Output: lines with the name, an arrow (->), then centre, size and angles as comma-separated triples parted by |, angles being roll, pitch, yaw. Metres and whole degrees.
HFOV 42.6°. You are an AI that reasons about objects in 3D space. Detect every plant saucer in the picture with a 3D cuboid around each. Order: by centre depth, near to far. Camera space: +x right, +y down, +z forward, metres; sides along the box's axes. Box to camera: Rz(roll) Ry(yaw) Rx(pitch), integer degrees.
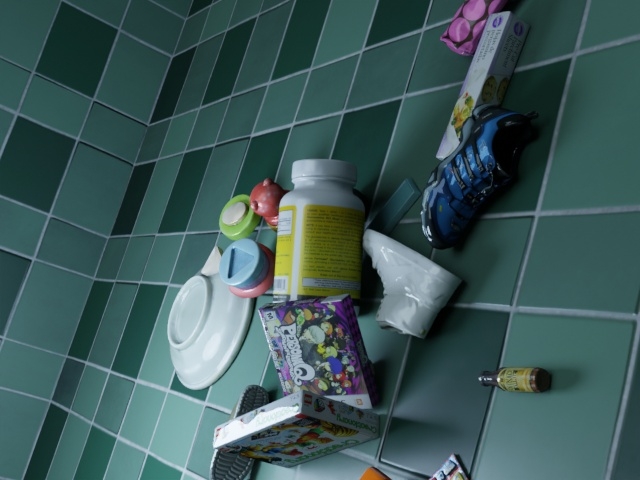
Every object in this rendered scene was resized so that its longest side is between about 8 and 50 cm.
plant saucer -> 0.148, -0.052, 1.811 | 0.192, 0.018, 0.067 | -53, 33, 22
plant saucer -> -0.332, 0.210, 2.287 | 0.400, 0.101, 0.400 | -36, 42, 40

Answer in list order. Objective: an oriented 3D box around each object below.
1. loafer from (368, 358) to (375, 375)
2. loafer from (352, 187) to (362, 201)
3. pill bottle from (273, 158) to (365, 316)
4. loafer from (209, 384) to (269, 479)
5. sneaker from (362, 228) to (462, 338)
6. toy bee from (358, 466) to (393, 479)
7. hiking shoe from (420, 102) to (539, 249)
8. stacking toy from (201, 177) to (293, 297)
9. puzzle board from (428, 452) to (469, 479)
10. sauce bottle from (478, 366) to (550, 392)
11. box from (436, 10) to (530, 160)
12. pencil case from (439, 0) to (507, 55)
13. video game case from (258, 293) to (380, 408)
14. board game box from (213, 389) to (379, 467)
loafer -> 0.064, 0.295, 1.683 | 0.125, 0.045, 0.039 | -50, 41, 20
loafer -> 0.006, 0.002, 1.943 | 0.109, 0.095, 0.302 | 42, 113, 19
pill bottle -> 0.000, 0.000, 1.772 | 0.188, 0.188, 0.333 | -3, 81, 56
loafer -> -0.188, 0.464, 1.926 | 0.087, 0.094, 0.251 | 130, 165, -71
sneaker -> 0.140, 0.090, 1.641 | 0.169, 0.108, 0.292 | -61, 33, 3
toy bee -> 0.041, 0.557, 1.470 | 0.298, 0.162, 0.195 | -34, 28, 4
hiking shoe -> 0.290, -0.120, 1.547 | 0.132, 0.113, 0.304 | 25, 91, 60
stacking toy -> -0.213, -0.021, 2.144 | 0.280, 0.130, 0.308 | 9, 72, 40
puzzle board -> 0.207, 0.441, 1.397 | 0.128, 0.011, 0.096 | -54, 33, 20
sauce bottle -> 0.315, 0.229, 1.346 | 0.128, 0.042, 0.042 | -15, 58, 53
box -> 0.328, -0.301, 1.658 | 0.063, 0.067, 0.323 | 14, 81, 58
pencil case -> 0.347, -0.486, 1.735 | 0.209, 0.095, 0.098 | -56, 48, 21
video game case -> -0.005, 0.229, 1.650 | 0.210, 0.042, 0.232 | -9, 102, 34
board game box -> -0.053, 0.386, 1.654 | 0.305, 0.193, 0.053 | -32, 44, 43
